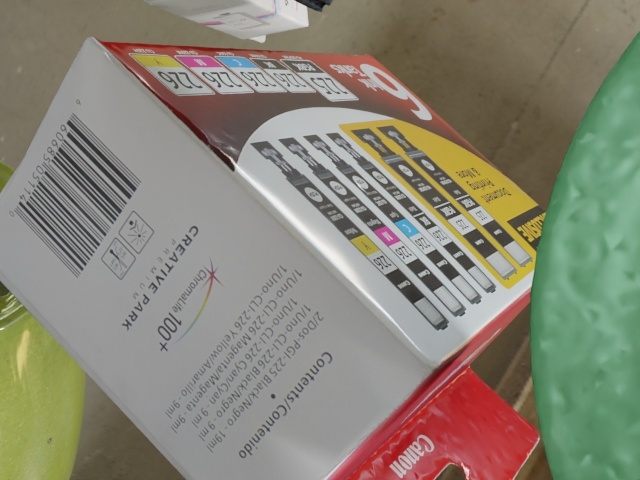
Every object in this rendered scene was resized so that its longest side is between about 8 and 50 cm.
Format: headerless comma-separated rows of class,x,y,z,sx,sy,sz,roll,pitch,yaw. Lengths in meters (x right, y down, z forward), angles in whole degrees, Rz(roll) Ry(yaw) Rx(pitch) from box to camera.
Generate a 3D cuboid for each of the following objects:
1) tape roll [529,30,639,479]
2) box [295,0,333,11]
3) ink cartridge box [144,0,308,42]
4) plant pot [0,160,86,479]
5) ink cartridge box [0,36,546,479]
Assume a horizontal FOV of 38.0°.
tape roll,0.228,0.029,0.274,0.077,0.321,0.321,19,68,-58
box,-0.008,-0.219,0.325,0.183,0.232,0.059,16,27,-47
ink cartridge box,-0.065,-0.229,0.736,0.198,0.067,0.115,-7,92,-69
plant pot,-0.275,0.074,0.634,0.275,0.293,0.274,13,54,-19
ink cartridge box,0.028,0.025,0.518,0.272,0.130,0.309,44,24,12
